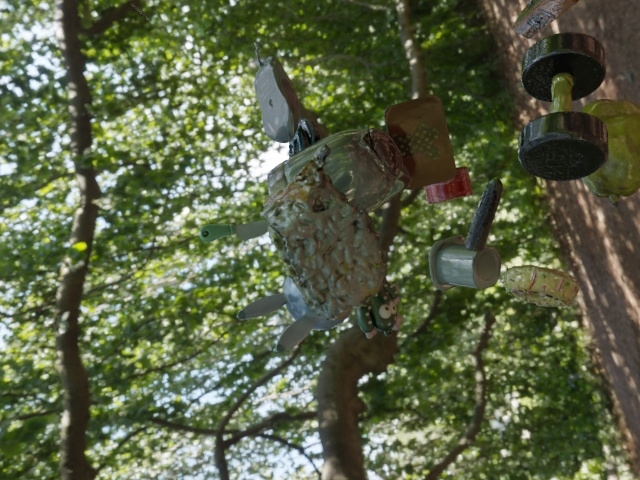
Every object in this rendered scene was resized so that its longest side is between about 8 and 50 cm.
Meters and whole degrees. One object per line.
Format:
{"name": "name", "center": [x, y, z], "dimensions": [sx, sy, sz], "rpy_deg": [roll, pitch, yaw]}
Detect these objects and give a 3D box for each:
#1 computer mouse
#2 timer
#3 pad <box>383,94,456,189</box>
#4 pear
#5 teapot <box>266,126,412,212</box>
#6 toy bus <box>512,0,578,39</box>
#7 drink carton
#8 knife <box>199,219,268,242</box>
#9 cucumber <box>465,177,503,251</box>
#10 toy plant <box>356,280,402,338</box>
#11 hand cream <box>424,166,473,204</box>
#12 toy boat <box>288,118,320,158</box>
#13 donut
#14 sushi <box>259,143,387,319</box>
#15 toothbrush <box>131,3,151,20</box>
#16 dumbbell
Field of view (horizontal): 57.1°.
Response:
{"name": "computer mouse", "center": [-0.145, -0.499, 1.959], "dimensions": [0.090, 0.167, 0.379], "rpy_deg": [-9, -104, -38]}
{"name": "timer", "center": [-0.033, 0.143, 1.236], "dimensions": [0.175, 0.255, 0.175], "rpy_deg": [37, 155, 20]}
{"name": "pad", "center": [0.306, -0.299, 1.807], "dimensions": [0.004, 0.181, 0.267], "rpy_deg": [-47, -58, -75]}
{"name": "pear", "center": [0.975, -0.294, 1.961], "dimensions": [0.287, 0.287, 0.375], "rpy_deg": [6, -98, -80]}
{"name": "teapot", "center": [0.077, -0.141, 1.486], "dimensions": [0.315, 0.312, 0.233], "rpy_deg": [27, -142, -56]}
{"name": "toy bus", "center": [0.720, -0.743, 1.852], "dimensions": [0.093, 0.092, 0.409], "rpy_deg": [31, -177, -1]}
{"name": "drink carton", "center": [0.505, 0.092, 2.039], "dimensions": [0.189, 0.191, 0.185], "rpy_deg": [13, 112, 56]}
{"name": "knife", "center": [-0.250, -0.031, 1.852], "dimensions": [0.034, 0.260, 0.063], "rpy_deg": [143, 119, -80]}
{"name": "cucumber", "center": [0.417, -0.069, 1.489], "dimensions": [0.058, 0.052, 0.215], "rpy_deg": [-38, -34, -44]}
{"name": "toy plant", "center": [0.234, 0.266, 2.321], "dimensions": [0.232, 0.112, 0.243], "rpy_deg": [7, -106, -37]}
{"name": "hand cream", "center": [0.514, -0.222, 2.385], "dimensions": [0.193, 0.193, 0.125], "rpy_deg": [-15, -85, -81]}
{"name": "toy boat", "center": [-0.073, -0.269, 2.038], "dimensions": [0.134, 0.092, 0.299], "rpy_deg": [7, 102, 53]}
{"name": "donut", "center": [0.501, 0.106, 1.345], "dimensions": [0.174, 0.174, 0.068], "rpy_deg": [45, -121, -69]}
{"name": "sushi", "center": [0.000, 0.000, 0.928], "dimensions": [0.274, 0.139, 0.184], "rpy_deg": [63, 167, -20]}
{"name": "toothbrush", "center": [-0.555, -0.705, 1.822], "dimensions": [0.097, 0.008, 0.006], "rpy_deg": [29, -119, -71]}
{"name": "dumbbell", "center": [0.598, -0.331, 1.456], "dimensions": [0.204, 0.203, 0.322], "rpy_deg": [56, -140, -58]}
